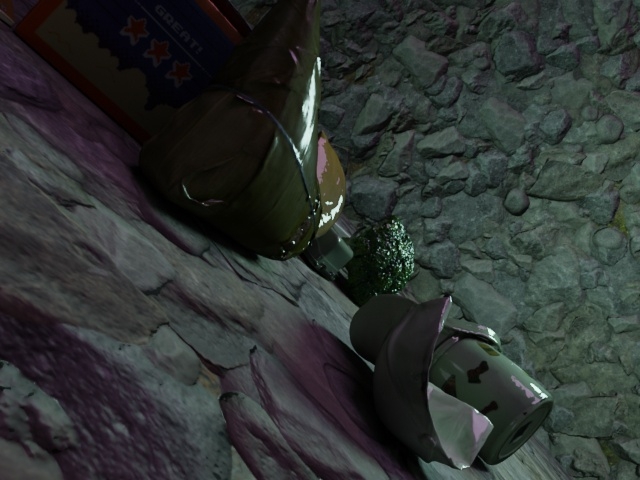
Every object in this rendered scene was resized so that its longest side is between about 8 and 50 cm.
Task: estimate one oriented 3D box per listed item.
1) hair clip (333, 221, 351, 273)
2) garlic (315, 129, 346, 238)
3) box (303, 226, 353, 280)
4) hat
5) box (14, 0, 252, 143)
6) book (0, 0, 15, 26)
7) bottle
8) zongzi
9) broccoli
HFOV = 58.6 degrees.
[{"bbox_3d":[0.112,0.065,1.738,0.330,0.101,0.085,43,12,-19],"label":"hair clip"},{"bbox_3d":[-0.056,-0.090,1.249,0.338,0.151,0.196,-54,141,-48],"label":"garlic"},{"bbox_3d":[0.000,0.000,1.384,0.172,0.092,0.124,53,5,36],"label":"box"},{"bbox_3d":[0.125,0.217,0.925,0.301,0.168,0.258,15,-49,58],"label":"hat"},{"bbox_3d":[-0.283,-0.357,0.997,0.318,0.256,0.349,45,7,-28],"label":"box"},{"bbox_3d":[-0.497,-0.380,0.819,0.118,0.012,0.172,41,11,-45],"label":"book"},{"bbox_3d":[0.345,0.319,1.337,0.351,0.229,0.229,44,3,38],"label":"bottle"},{"bbox_3d":[-0.051,-0.170,0.911,0.174,0.393,0.356,30,-7,31],"label":"zongzi"},{"bbox_3d":[0.136,0.056,1.525,0.241,0.262,0.269,26,36,30],"label":"broccoli"}]
